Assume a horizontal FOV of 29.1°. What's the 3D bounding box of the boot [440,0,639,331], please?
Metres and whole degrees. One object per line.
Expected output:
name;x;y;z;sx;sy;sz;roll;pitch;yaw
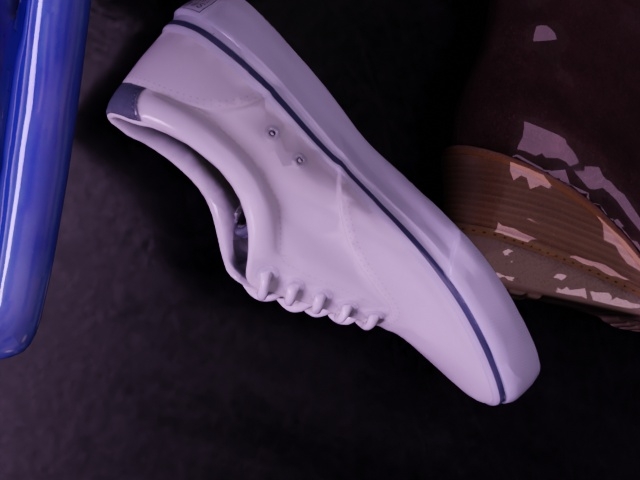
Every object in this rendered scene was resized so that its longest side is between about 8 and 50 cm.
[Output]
boot;0.187;-0.055;0.706;0.248;0.090;0.207;14;83;-24

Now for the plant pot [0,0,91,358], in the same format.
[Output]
plant pot;-0.214;-0.107;0.396;0.236;0.212;0.236;1;113;-28

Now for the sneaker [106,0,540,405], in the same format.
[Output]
sneaker;0.000;0.000;0.611;0.258;0.094;0.091;46;76;-9
